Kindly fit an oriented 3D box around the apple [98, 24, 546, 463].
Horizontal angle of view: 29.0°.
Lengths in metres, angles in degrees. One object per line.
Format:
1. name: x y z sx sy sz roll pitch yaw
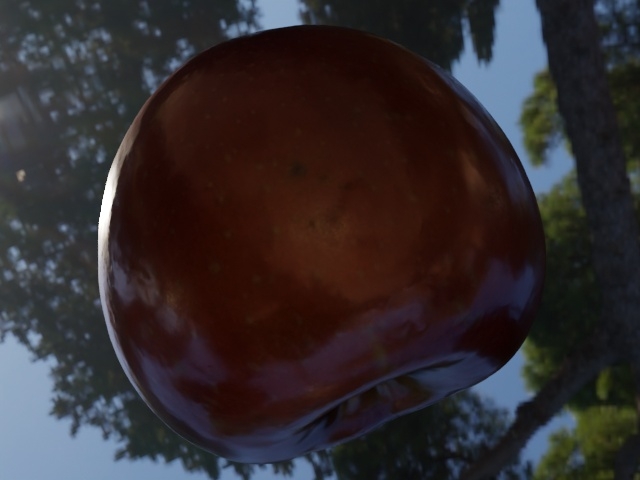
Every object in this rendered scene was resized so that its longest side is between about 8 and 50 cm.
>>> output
1. apple: 0.000 0.000 0.706 0.260 0.260 0.217 -18 -108 -4
